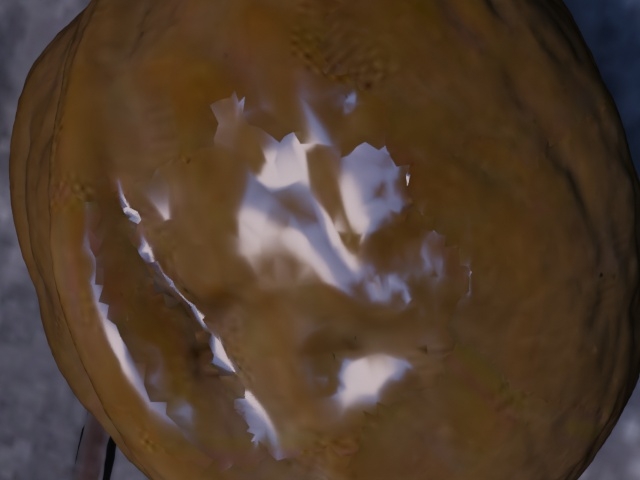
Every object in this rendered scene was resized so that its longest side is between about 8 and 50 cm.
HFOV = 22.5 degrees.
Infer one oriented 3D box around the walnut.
[{"bbox_3d":[0.000,0.000,0.378,0.167,0.149,0.166,21,130,28],"label":"walnut"}]
